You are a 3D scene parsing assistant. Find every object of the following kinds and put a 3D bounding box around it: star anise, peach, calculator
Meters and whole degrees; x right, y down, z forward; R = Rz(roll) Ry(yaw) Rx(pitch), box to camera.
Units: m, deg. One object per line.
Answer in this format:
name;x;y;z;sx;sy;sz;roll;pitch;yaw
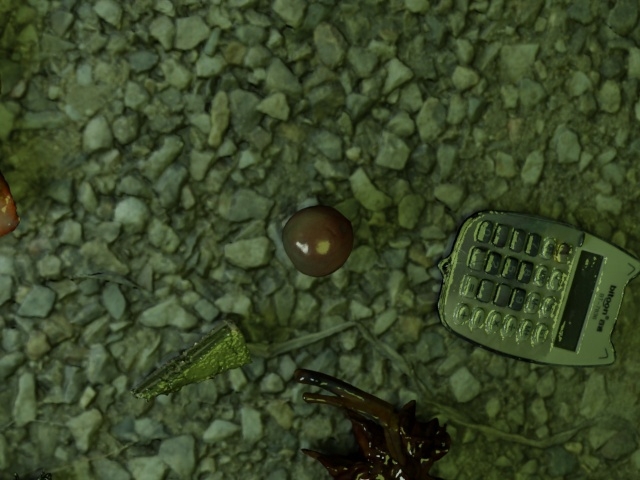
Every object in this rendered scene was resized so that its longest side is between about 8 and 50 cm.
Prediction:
star anise;0.059;0.269;1.733;0.237;0.148;0.346;-36;121;-15
peach;-0.002;0.000;1.693;0.083;0.083;0.083;-4;101;-22
calculator;0.259;0.059;1.835;0.268;0.040;0.177;16;93;-24

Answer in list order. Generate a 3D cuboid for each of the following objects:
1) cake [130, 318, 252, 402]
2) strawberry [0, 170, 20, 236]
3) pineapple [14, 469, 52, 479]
cake;-0.141;0.146;1.677;0.140;0.051;0.055;-35;112;-11
strawberry;-0.390;-0.056;1.523;0.187;0.082;0.146;24;95;-31
pineapple;-0.338;0.279;1.617;0.124;0.058;0.058;-2;100;-23
